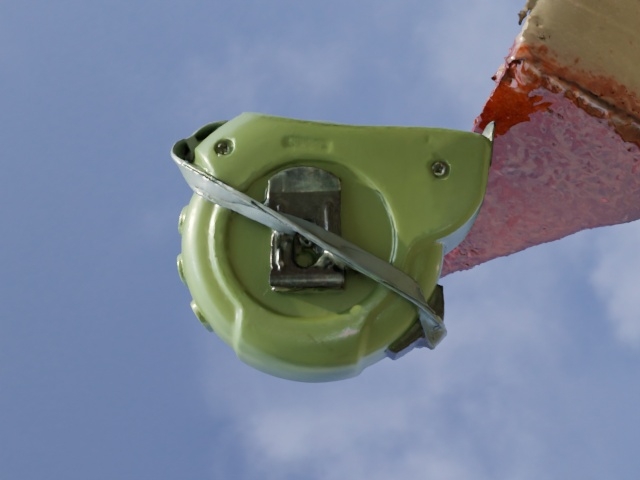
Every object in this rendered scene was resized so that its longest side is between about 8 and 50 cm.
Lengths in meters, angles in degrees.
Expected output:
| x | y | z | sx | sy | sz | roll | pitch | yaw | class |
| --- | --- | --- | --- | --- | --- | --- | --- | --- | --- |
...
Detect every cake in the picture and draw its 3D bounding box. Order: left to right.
| x | y | z | sx | sy | sz | roll | pitch | yaw | class |
| --- | --- | --- | --- | --- | --- | --- | --- | --- | --- |
| 0.187 | -0.064 | 0.970 | 0.160 | 0.262 | 0.158 | 25 | -126 | 6 | cake |

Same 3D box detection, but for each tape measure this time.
| x | y | z | sx | sy | sz | roll | pitch | yaw | class |
| --- | --- | --- | --- | --- | --- | --- | --- | --- | --- |
| 0.000 | 0.000 | 0.837 | 0.200 | 0.106 | 0.175 | 8 | -101 | 1 | tape measure |
